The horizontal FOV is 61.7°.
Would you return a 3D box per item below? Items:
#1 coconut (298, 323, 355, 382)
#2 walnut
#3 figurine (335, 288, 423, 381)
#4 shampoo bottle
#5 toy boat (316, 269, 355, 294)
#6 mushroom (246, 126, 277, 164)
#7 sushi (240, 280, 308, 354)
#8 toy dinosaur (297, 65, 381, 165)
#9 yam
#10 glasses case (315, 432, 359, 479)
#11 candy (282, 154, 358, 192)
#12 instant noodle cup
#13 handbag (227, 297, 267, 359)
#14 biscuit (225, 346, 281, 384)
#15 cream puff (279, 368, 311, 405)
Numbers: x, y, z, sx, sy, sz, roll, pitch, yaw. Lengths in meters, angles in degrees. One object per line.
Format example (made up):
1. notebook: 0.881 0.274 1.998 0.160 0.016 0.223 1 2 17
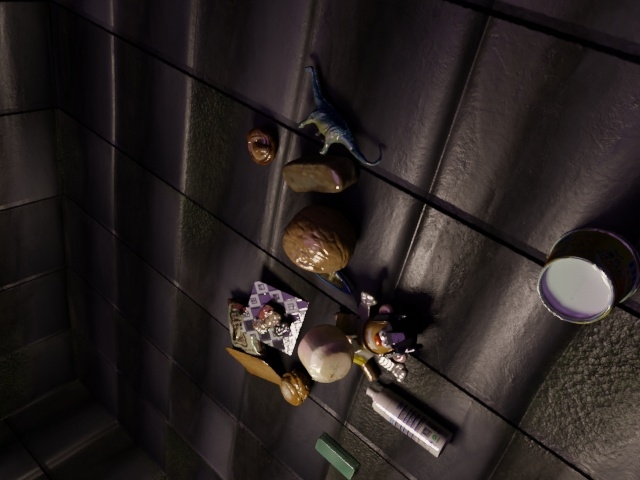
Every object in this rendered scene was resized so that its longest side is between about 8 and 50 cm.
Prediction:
1. coconut: 0.013 0.344 1.656 0.183 0.171 0.171 -137 41 -59
2. walnut: 0.000 0.000 1.655 0.228 0.228 0.228 18 120 35
3. figurine: 0.188 0.288 1.659 0.308 0.143 0.308 22 138 21
4. shampoo bottle: 0.276 0.574 1.745 0.303 0.092 0.092 30 126 29
5. toy boat: 0.029 0.103 1.784 0.229 0.046 0.080 36 128 24
6. mushroom: -0.198 -0.314 1.768 0.127 0.087 0.127 15 116 33
7. sushi: -0.182 0.293 1.972 0.220 0.047 0.231 23 110 11
8. toy dinosaur: 0.029 -0.334 1.567 0.363 0.076 0.147 55 130 12
9. yam: 0.120 0.356 1.817 0.046 0.046 0.264 -29 90 45
10. glasses case: 0.065 0.841 2.088 0.184 0.039 0.077 35 129 25
11. candy: -0.001 -0.204 1.633 0.234 0.104 0.102 5 117 41
12. instant noodle cup: 0.592 0.089 1.204 0.205 0.153 0.205 20 122 34
13. handbag: -0.293 0.353 2.129 0.213 0.127 0.235 2 100 51
14. biscuit: -0.255 0.515 2.168 0.237 0.013 0.232 11 146 37
15. cream puff: -0.091 0.559 2.054 0.126 0.103 0.144 45 148 26
